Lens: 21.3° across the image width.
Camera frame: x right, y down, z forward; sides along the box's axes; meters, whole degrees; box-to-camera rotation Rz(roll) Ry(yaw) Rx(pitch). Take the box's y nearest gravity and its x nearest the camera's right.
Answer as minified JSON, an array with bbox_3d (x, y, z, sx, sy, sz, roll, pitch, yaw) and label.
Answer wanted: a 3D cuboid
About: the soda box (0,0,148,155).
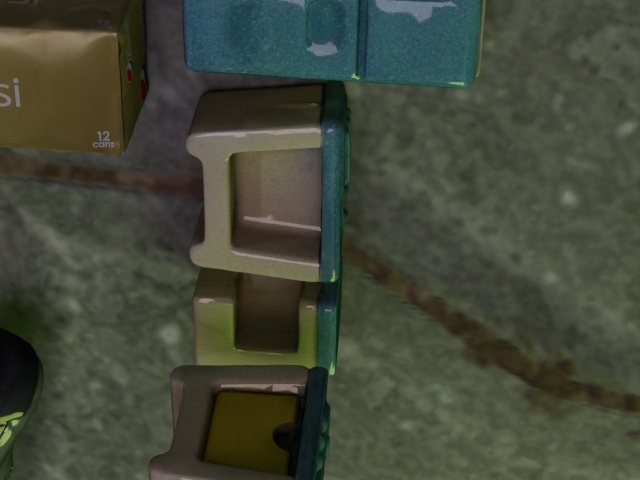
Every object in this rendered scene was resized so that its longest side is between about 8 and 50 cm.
[{"bbox_3d":[-0.166,-0.079,0.709,0.181,0.061,0.058,3,123,4],"label":"soda box"}]

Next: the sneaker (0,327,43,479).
[{"bbox_3d":[-0.186,0.123,0.850,0.098,0.083,0.224,24,130,-35],"label":"sneaker"}]

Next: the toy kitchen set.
[{"bbox_3d":[0.000,0.000,0.682,0.122,0.166,0.207,3,124,4],"label":"toy kitchen set"}]
